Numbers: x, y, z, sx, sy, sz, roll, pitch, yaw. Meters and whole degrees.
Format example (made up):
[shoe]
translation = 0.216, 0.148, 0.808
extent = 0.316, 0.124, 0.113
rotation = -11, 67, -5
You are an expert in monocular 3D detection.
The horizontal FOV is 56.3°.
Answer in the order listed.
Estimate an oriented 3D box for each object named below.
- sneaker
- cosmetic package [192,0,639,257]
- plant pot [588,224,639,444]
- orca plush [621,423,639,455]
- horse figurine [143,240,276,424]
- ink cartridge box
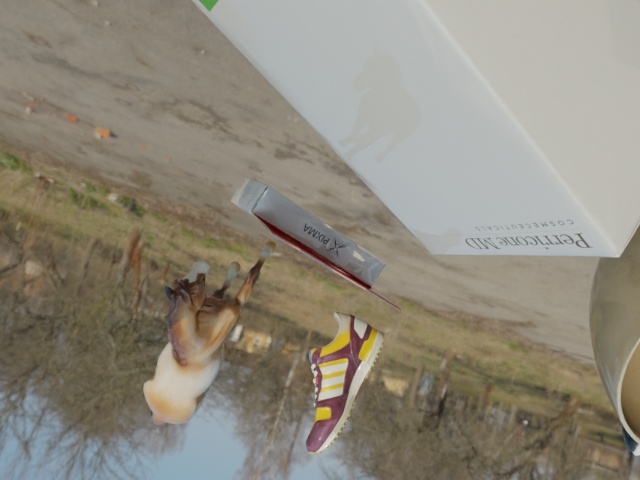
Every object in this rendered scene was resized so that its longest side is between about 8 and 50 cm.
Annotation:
[sneaker]
translation = 0.011, 0.186, 0.793
extent = 0.084, 0.185, 0.069
rotation = 28, 163, 1
[cosmetic package]
translation = 0.057, -0.161, 0.395
extent = 0.365, 0.155, 0.197
rotation = 45, 161, -17
[plant pot]
translation = 0.401, 0.060, 0.620
extent = 0.284, 0.284, 0.191
rotation = 22, -153, -19
[orca plush]
translation = 0.487, 0.164, 0.715
extent = 0.151, 0.102, 0.287
rotation = -7, 155, -40
[horse figurine]
translation = -0.124, 0.107, 0.601
extent = 0.066, 0.263, 0.174
rotation = 30, -148, 0
[ink cartridge box]
translation = 0.000, 0.000, 1.100
extent = 0.296, 0.066, 0.261
rotation = 32, 180, -27
